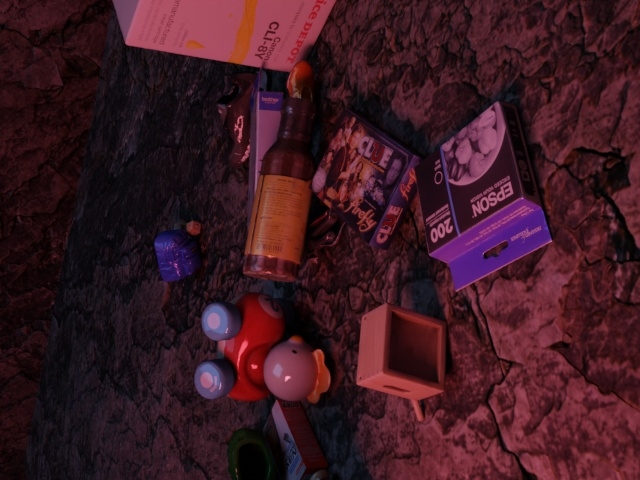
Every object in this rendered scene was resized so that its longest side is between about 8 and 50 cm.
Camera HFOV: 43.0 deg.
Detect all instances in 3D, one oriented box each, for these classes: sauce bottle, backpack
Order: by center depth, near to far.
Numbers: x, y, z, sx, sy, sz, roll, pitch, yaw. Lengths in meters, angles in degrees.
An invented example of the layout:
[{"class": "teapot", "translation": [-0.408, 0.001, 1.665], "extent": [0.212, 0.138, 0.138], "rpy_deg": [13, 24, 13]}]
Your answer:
[{"class": "sauce bottle", "translation": [-0.066, -0.096, 1.530], "extent": [0.111, 0.111, 0.345], "rpy_deg": [-2, 75, 60]}, {"class": "backpack", "translation": [-0.366, 0.030, 2.087], "extent": [0.098, 0.101, 0.120], "rpy_deg": [-59, -43, -65]}]

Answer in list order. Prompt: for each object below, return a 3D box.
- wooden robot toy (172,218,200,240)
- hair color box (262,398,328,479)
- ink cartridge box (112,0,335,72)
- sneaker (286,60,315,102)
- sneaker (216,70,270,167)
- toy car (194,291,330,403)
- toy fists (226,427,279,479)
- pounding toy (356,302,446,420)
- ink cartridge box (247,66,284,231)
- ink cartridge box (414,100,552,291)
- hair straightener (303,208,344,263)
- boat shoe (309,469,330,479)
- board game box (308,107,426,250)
[{"class": "wooden robot toy", "translation": [-0.376, -0.028, 2.173], "extent": [0.173, 0.076, 0.079], "rpy_deg": [-38, 43, 51]}, {"class": "hair color box", "translation": [-0.051, 0.395, 1.554], "extent": [0.167, 0.053, 0.093], "rpy_deg": [60, 137, 46]}, {"class": "ink cartridge box", "translation": [-0.169, -0.499, 1.568], "extent": [0.279, 0.384, 0.160], "rpy_deg": [-57, 43, 39]}, {"class": "sneaker", "translation": [-0.031, -0.270, 1.622], "extent": [0.067, 0.064, 0.175], "rpy_deg": [28, 120, 54]}, {"class": "sneaker", "translation": [-0.195, -0.281, 1.854], "extent": [0.078, 0.106, 0.234], "rpy_deg": [47, 126, 53]}, {"class": "toy car", "translation": [-0.073, 0.215, 1.531], "extent": [0.238, 0.219, 0.210], "rpy_deg": [9, 94, 31]}, {"class": "toy fists", "translation": [-0.111, 0.495, 1.556], "extent": [0.142, 0.096, 0.279], "rpy_deg": [149, 104, -70]}, {"class": "pounding toy", "translation": [0.127, 0.185, 1.221], "extent": [0.100, 0.141, 0.130], "rpy_deg": [-36, 41, 53]}, {"class": "ink cartridge box", "translation": [-0.115, -0.183, 1.695], "extent": [0.186, 0.065, 0.311], "rpy_deg": [145, 124, -78]}, {"class": "ink cartridge box", "translation": [0.222, -0.057, 1.159], "extent": [0.206, 0.045, 0.208], "rpy_deg": [-39, 55, 51]}, {"class": "hair straightener", "translation": [0.000, 0.000, 1.546], "extent": [0.230, 0.047, 0.089], "rpy_deg": [-29, 61, 50]}, {"class": "boat shoe", "translation": [0.000, 0.476, 1.462], "extent": [0.045, 0.050, 0.135], "rpy_deg": [39, 129, 52]}, {"class": "board game box", "translation": [0.077, -0.111, 1.393], "extent": [0.243, 0.042, 0.165], "rpy_deg": [45, 114, 53]}]
